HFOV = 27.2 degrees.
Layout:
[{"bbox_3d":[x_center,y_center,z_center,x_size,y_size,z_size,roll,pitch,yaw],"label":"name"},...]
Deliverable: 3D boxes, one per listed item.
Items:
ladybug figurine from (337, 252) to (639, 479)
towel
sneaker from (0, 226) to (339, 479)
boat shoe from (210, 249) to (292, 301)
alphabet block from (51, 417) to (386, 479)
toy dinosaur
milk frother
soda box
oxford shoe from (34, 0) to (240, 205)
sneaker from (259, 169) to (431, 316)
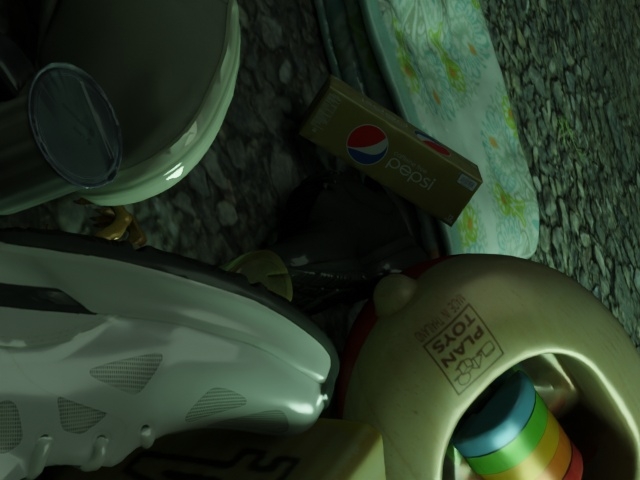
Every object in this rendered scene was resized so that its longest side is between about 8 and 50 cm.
[{"bbox_3d":[0.158,0.176,1.260,0.305,0.162,0.449,-41,125,-11],"label":"ladybug figurine"},{"bbox_3d":[0.139,-0.138,1.517,0.320,0.090,0.374,-14,89,-59],"label":"towel"},{"bbox_3d":[-0.199,0.122,0.732,0.447,0.169,0.257,16,71,-30],"label":"sneaker"},{"bbox_3d":[-0.114,0.081,1.011,0.223,0.073,0.080,-38,107,-37],"label":"boat shoe"},{"bbox_3d":[-0.073,0.234,0.847,0.197,0.193,0.192,-41,131,-58],"label":"alphabet block"},{"bbox_3d":[-0.141,0.019,0.975,0.211,0.064,0.112,-1,59,-22],"label":"toy dinosaur"},{"bbox_3d":[-0.222,-0.045,0.830,0.129,0.134,0.143,45,41,-37],"label":"milk frother"},{"bbox_3d":[0.069,-0.090,1.314,0.181,0.058,0.061,32,17,-9],"label":"soda box"},{"bbox_3d":[-0.152,-0.219,0.993,0.130,0.169,0.449,57,25,-51],"label":"oxford shoe"},{"bbox_3d":[0.000,0.000,1.231,0.130,0.109,0.286,66,23,6],"label":"sneaker"}]
